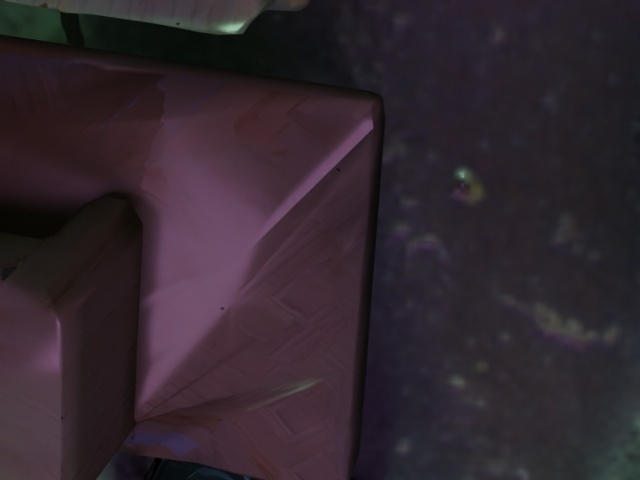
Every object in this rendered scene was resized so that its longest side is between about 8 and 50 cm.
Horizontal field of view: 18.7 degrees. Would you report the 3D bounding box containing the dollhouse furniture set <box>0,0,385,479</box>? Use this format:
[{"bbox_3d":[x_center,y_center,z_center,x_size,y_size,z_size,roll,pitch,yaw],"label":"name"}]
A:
[{"bbox_3d":[0.000,0.000,0.567,0.394,0.256,0.362,10,115,12],"label":"dollhouse furniture set"}]

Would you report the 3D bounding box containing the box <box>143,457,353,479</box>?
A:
[{"bbox_3d":[-0.027,0.106,0.708,0.083,0.018,0.067,25,114,-11],"label":"box"}]
